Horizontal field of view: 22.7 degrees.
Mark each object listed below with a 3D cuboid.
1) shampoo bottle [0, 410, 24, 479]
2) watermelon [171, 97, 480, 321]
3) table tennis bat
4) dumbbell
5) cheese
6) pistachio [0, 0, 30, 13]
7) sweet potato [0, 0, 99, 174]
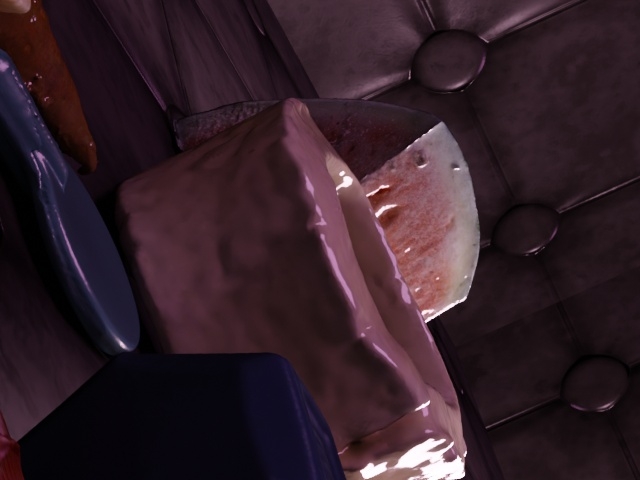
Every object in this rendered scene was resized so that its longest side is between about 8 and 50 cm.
[{"bbox_3d":[-0.079,0.203,0.468,0.118,0.076,0.314,42,24,-72],"label":"shampoo bottle"},{"bbox_3d":[0.000,0.000,1.379,0.213,0.261,0.201,65,34,-34],"label":"watermelon"},{"bbox_3d":[-0.149,-0.022,0.908,0.124,0.033,0.201,-107,172,-58],"label":"table tennis bat"},{"bbox_3d":[-0.015,0.192,0.721,0.325,0.160,0.144,60,40,-42],"label":"dumbbell"},{"bbox_3d":[-0.015,0.057,1.136,0.292,0.153,0.332,66,8,11],"label":"cheese"},{"bbox_3d":[-0.179,-0.110,0.589,0.215,0.144,0.144,82,-15,-79],"label":"pistachio"},{"bbox_3d":[-0.178,-0.112,0.912,0.068,0.060,0.206,-63,143,-31],"label":"sweet potato"}]
